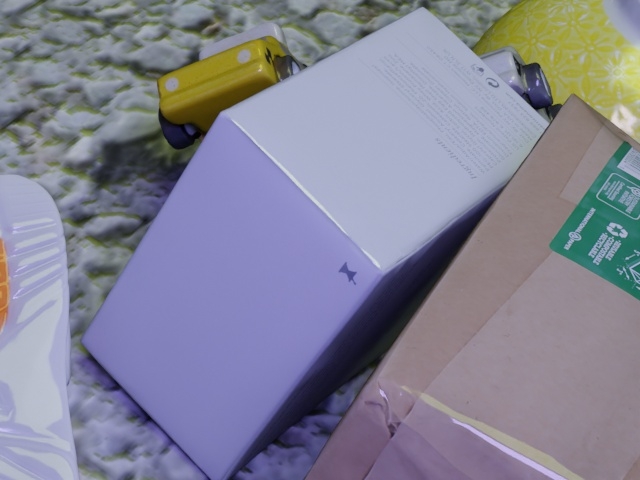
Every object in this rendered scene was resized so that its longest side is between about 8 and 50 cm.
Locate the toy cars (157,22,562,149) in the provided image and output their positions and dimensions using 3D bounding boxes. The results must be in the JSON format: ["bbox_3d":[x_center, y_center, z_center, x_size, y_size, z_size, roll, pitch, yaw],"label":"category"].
[{"bbox_3d":[0.040,-0.109,1.265,0.393,0.176,0.087,-1,67,-31],"label":"toy cars"}]

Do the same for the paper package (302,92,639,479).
[{"bbox_3d":[0.095,0.129,0.929,0.168,0.309,0.325,34,37,6],"label":"paper package"}]

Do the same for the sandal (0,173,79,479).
[{"bbox_3d":[-0.196,0.089,1.007,0.102,0.076,0.265,-3,66,-13],"label":"sandal"}]

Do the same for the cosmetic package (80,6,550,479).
[{"bbox_3d":[0.000,0.000,1.078,0.138,0.224,0.224,44,40,9],"label":"cosmetic package"}]

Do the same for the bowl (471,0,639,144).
[{"bbox_3d":[0.282,-0.144,1.473,0.289,0.156,0.289,16,40,-14],"label":"bowl"}]
